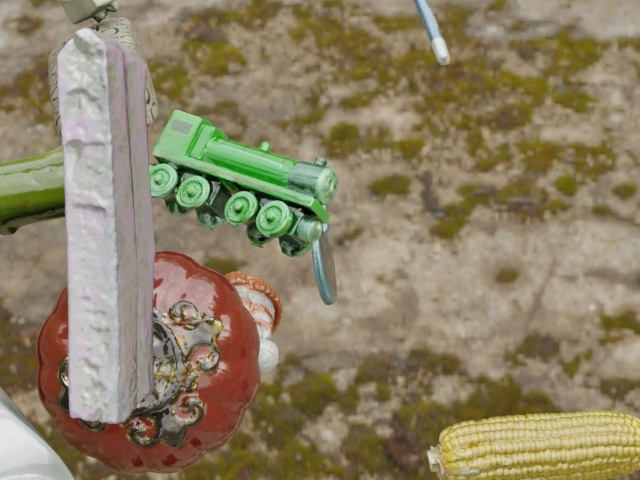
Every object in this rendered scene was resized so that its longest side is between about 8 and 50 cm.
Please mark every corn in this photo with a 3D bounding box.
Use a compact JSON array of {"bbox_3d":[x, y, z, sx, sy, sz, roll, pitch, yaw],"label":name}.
[{"bbox_3d":[0.227,0.220,1.315,0.238,0.080,0.080,-3,44,-8],"label":"corn"}]

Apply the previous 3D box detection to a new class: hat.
[{"bbox_3d":[-0.096,0.125,1.713,0.093,0.112,0.162,-10,31,1],"label":"hat"}]

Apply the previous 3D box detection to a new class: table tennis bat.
[{"bbox_3d":[0.000,0.000,1.905,0.033,0.124,0.201,-9,69,8],"label":"table tennis bat"}]

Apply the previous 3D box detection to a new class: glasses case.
[{"bbox_3d":[-0.305,-0.219,1.745,0.137,0.085,0.354,-24,32,-1],"label":"glasses case"}]

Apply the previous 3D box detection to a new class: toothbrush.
[{"bbox_3d":[0.104,-0.312,1.468,0.025,0.019,0.275,-23,60,6],"label":"toothbrush"}]

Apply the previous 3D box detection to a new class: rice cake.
[{"bbox_3d":[-0.167,-0.011,0.990,0.050,0.106,0.298,-3,89,10],"label":"rice cake"}]

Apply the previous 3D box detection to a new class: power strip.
[{"bbox_3d":[-0.391,-0.438,1.800,0.080,0.286,0.048,-21,14,46],"label":"power strip"}]

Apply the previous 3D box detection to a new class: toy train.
[{"bbox_3d":[-0.093,-0.066,1.447,0.251,0.085,0.119,18,76,29],"label":"toy train"}]

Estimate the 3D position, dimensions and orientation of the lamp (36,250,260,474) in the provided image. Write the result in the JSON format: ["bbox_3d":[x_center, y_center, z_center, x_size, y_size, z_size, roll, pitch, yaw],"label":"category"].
[{"bbox_3d":[-0.171,0.121,1.262,0.227,0.227,0.227,-3,45,3],"label":"lamp"}]

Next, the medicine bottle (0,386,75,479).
[{"bbox_3d":[-0.272,0.203,1.014,0.124,0.179,0.324,-23,25,-25],"label":"medicine bottle"}]

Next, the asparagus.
[{"bbox_3d":[-0.322,-0.036,1.143,0.278,0.067,0.060,-7,34,10],"label":"asparagus"}]
